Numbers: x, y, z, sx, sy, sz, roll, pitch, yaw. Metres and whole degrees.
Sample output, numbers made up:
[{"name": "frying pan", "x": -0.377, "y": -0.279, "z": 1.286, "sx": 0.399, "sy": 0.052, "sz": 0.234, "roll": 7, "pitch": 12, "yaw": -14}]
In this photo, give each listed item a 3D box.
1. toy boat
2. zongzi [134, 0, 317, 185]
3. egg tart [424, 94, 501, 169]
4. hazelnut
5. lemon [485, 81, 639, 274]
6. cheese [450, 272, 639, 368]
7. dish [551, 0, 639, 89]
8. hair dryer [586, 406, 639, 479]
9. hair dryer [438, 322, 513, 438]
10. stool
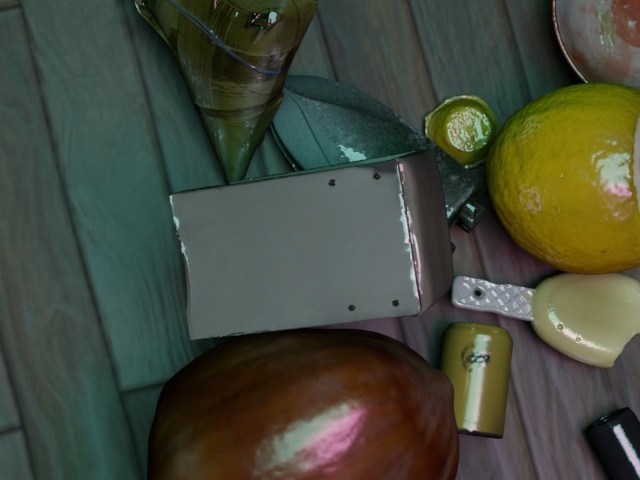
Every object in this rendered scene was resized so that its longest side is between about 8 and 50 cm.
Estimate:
[{"name": "toy boat", "x": 0.055, "y": -0.101, "z": 1.780, "sx": 0.319, "sy": 0.092, "sz": 0.141, "roll": 40, "pitch": 81, "yaw": 6}, {"name": "zongzi", "x": -0.152, "y": -0.227, "z": 1.763, "sx": 0.251, "sy": 0.274, "sz": 0.125, "roll": 37, "pitch": 36, "yaw": 24}, {"name": "egg tart", "x": 0.185, "y": -0.140, "z": 1.827, "sx": 0.105, "sy": 0.039, "sz": 0.105, "roll": 1, "pitch": 85, "yaw": -9}, {"name": "hazelnut", "x": -0.026, "y": 0.251, "z": 1.595, "sx": 0.366, "sy": 0.366, "sz": 0.365, "roll": 1, "pitch": 83, "yaw": -8}, {"name": "lemon", "x": 0.313, "y": -0.075, "z": 1.748, "sx": 0.219, "sy": 0.240, "sz": 0.240, "roll": -3, "pitch": 82, "yaw": 30}, {"name": "cheese", "x": 0.286, "y": 0.087, "z": 1.793, "sx": 0.255, "sy": 0.050, "sz": 0.127, "roll": 9, "pitch": 71, "yaw": -11}, {"name": "dish", "x": 0.414, "y": -0.288, "z": 1.858, "sx": 0.260, "sy": 0.085, "sz": 0.260, "roll": 1, "pitch": 85, "yaw": -8}, {"name": "hair dryer", "x": 0.464, "y": 0.232, "z": 1.818, "sx": 0.255, "sy": 0.070, "sz": 0.128, "roll": -30, "pitch": 87, "yaw": -18}, {"name": "hair dryer", "x": 0.095, "y": 0.159, "z": 1.759, "sx": 0.279, "sy": 0.090, "sz": 0.135, "roll": 8, "pitch": 82, "yaw": -1}, {"name": "stool", "x": 0.000, "y": 0.000, "z": 1.624, "sx": 0.270, "sy": 0.243, "sz": 0.170, "roll": -8, "pitch": 94, "yaw": 13}]
